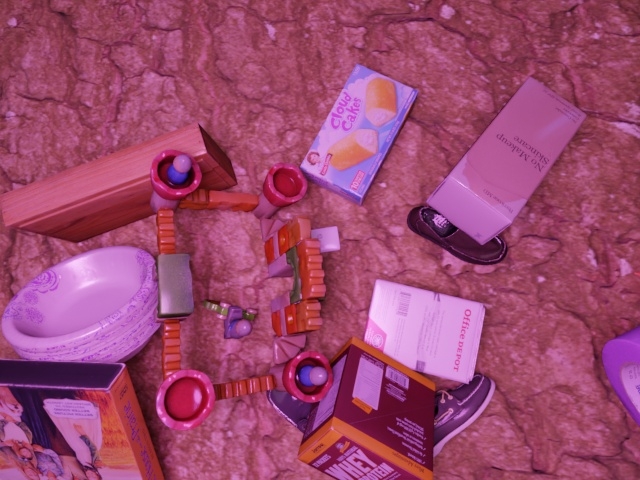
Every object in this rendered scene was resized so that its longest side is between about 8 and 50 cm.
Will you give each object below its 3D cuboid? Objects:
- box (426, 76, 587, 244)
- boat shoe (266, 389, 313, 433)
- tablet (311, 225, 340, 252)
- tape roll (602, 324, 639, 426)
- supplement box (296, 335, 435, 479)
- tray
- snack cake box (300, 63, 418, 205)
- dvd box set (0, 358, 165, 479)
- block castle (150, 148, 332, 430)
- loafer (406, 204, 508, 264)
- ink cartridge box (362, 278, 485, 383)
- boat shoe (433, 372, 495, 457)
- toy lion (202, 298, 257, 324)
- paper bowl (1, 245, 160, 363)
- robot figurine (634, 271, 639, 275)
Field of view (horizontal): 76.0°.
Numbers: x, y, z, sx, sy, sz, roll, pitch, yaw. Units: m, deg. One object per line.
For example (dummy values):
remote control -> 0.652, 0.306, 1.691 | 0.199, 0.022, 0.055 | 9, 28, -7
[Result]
box -> 0.367, -0.159, 0.814 | 0.148, 0.121, 0.311 | 38, 71, 8
boat shoe -> 0.014, 0.364, 0.825 | 0.285, 0.092, 0.103 | 32, 86, 9
tablet -> 0.000, 0.000, 0.921 | 0.083, 0.006, 0.054 | -9, 81, 3
tape roll -> 0.624, 0.274, 0.692 | 0.090, 0.275, 0.275 | -26, 81, 1
supplement box -> 0.090, 0.321, 0.738 | 0.191, 0.194, 0.129 | 31, 127, -5
tray -> -0.404, -0.106, 0.871 | 0.410, 0.203, 0.076 | -19, 79, 2
snack cake box -> 0.084, -0.230, 0.905 | 0.152, 0.089, 0.265 | 27, 85, 7
dvd box set -> -0.466, 0.398, 0.761 | 0.307, 0.062, 0.421 | 1, 118, 5
block castle -> -0.148, 0.074, 0.745 | 0.302, 0.212, 0.454 | 1, 72, -29
loafer -> 0.288, -0.010, 0.861 | 0.219, 0.078, 0.080 | 22, 84, 8
ink cartridge box -> 0.203, 0.180, 0.835 | 0.217, 0.092, 0.159 | 13, 83, 8
boat shoe -> 0.246, 0.342, 0.813 | 0.068, 0.081, 0.228 | 45, 90, 5
toy lion -> -0.200, 0.148, 0.884 | 0.100, 0.096, 0.034 | 20, 83, -33
paper bowl -> -0.450, 0.148, 0.827 | 0.283, 0.284, 0.148 | -3, 126, 5
robot figurine -> 0.733, 0.074, 0.788 | 0.219, 0.128, 0.158 | -14, 108, 2
